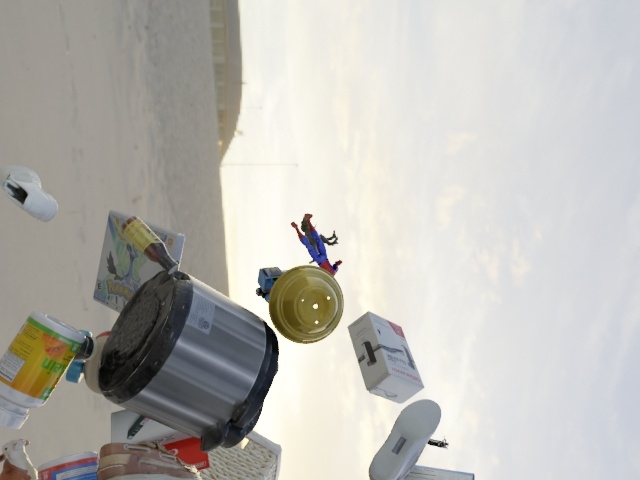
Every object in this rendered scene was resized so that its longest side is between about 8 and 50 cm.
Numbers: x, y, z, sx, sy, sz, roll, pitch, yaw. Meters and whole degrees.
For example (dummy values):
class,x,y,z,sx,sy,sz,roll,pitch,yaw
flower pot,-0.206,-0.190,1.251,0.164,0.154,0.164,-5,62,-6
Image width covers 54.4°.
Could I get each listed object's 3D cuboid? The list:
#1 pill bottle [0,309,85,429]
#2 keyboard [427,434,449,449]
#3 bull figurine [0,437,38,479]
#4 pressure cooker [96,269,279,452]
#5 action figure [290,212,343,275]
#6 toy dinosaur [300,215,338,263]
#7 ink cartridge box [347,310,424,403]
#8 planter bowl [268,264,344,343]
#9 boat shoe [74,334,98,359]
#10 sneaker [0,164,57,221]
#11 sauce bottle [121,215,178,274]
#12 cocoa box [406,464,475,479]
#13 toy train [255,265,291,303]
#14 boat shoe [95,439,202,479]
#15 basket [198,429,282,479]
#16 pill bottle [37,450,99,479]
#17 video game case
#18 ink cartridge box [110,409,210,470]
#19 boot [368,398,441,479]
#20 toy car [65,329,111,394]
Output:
class,x,y,z,sx,sy,sz,roll,pitch,yaw
pill bottle,-0.661,0.296,1.421,0.245,0.136,0.136,-61,-171,-12
keyboard,0.334,0.585,1.838,0.192,0.100,0.038,37,68,-60
bull figurine,-0.801,0.680,1.639,0.101,0.189,0.310,18,93,-65
pressure cooker,-0.311,0.320,1.619,0.376,0.420,0.369,11,-110,58
action figure,0.011,0.059,1.994,0.139,0.092,0.280,36,-25,60
toy dinosaur,0.000,0.000,2.134,0.268,0.118,0.064,-105,-174,-55
ink cartridge box,0.224,0.406,2.162,0.114,0.197,0.272,-41,-138,24
planter bowl,-0.024,0.173,1.658,0.090,0.217,0.217,175,-87,-72
boat shoe,-0.689,0.280,1.606,0.079,0.233,0.083,22,60,-63
sneaker,-0.685,-0.122,1.407,0.212,0.094,0.080,33,-88,29
sauce bottle,-0.316,0.010,1.164,0.128,0.042,0.042,45,-24,7
cocoa box,0.346,0.897,1.887,0.228,0.232,0.346,-40,129,-65
toy train,-0.110,0.133,1.916,0.080,0.184,0.105,-127,-139,-51
boat shoe,-0.347,0.472,1.296,0.324,0.123,0.116,55,15,-64
basket,-0.338,0.816,2.154,0.266,0.329,0.331,-54,161,-41
pill bottle,-0.508,0.565,1.292,0.124,0.124,0.221,117,-42,-63
video game case,-0.560,0.087,1.895,0.329,0.036,0.299,18,-82,34
ink cartridge box,-0.483,0.595,1.864,0.238,0.275,0.060,-113,-166,-48
boot,0.199,0.503,1.500,0.095,0.258,0.123,32,-36,28
toy car,-0.659,0.351,1.996,0.238,0.219,0.210,-96,-157,-69
